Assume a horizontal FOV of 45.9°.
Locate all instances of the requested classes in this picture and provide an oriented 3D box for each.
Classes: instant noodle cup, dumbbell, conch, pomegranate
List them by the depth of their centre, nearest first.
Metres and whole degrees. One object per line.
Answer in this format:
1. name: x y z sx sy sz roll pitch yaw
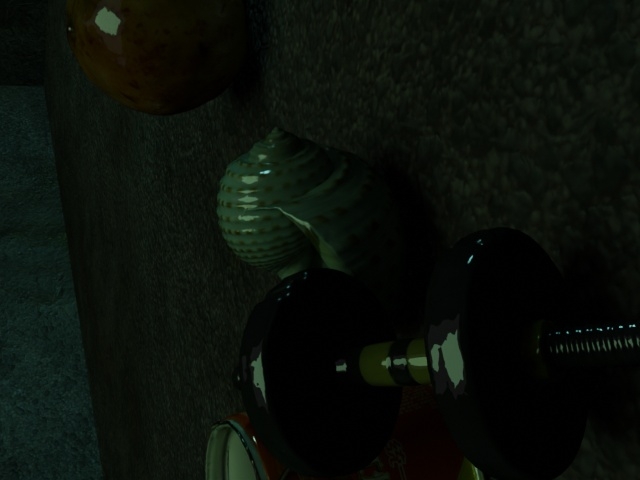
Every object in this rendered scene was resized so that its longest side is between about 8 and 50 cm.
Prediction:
1. dumbbell: 0.057 0.077 0.476 0.325 0.143 0.143 -15 79 41
2. instant noodle cup: 0.008 0.213 0.622 0.213 0.174 0.213 176 90 -65
3. conch: 0.004 -0.010 0.657 0.172 0.131 0.200 10 146 39
4. pomegranate: -0.202 -0.278 0.964 0.248 0.248 0.248 177 90 -65
